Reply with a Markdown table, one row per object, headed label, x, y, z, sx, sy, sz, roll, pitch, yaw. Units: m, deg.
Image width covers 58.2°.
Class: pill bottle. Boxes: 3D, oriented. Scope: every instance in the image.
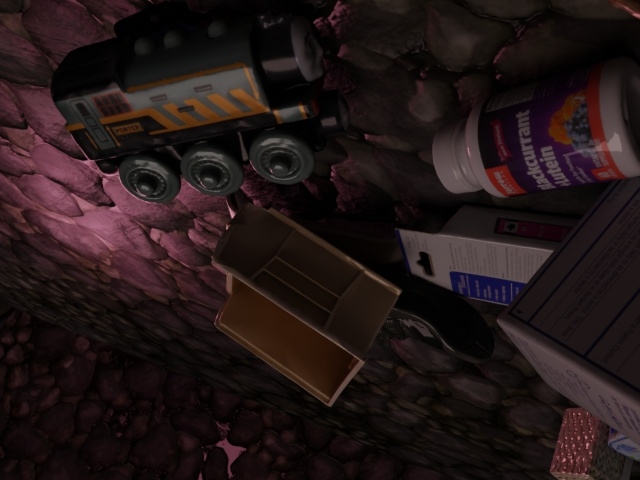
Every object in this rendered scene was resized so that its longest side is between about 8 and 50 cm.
| label | x | y | z | sx | sy | sz | roll | pitch | yaw |
| --- | --- | --- | --- | --- | --- | --- | --- | --- | --- |
| pill bottle | 0.213 | -0.101 | 0.571 | 0.193 | 0.108 | 0.108 | -9 | 139 | 46 |

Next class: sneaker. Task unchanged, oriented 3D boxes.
| label | x | y | z | sx | sy | sz | roll | pitch | yaw |
| --- | --- | --- | --- | --- | --- | --- | --- | --- | --- |
| sneaker | 0.160 | 0.129 | 0.923 | 0.228 | 0.087 | 0.130 | 26 | 156 | 1 |

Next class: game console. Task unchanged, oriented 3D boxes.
| label | x | y | z | sx | sy | sz | roll | pitch | yaw |
| --- | --- | --- | --- | --- | --- | --- | --- | --- | --- |
| game console | -0.172 | -0.218 | 0.702 | 0.071 | 0.107 | 0.122 | 59 | 171 | 33 |

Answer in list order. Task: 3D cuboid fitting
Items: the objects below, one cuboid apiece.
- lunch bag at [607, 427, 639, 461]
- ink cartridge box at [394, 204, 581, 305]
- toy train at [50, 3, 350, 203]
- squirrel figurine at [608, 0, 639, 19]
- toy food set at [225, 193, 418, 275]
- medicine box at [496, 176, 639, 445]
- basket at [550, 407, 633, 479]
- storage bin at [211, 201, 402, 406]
| label | x | y | z | sx | sy | sz | roll | pitch | yaw |
| --- | --- | --- | --- | --- | --- | --- | --- | --- | --- |
| lunch bag | 0.649 | 0.358 | 1.065 | 0.176 | 0.090 | 0.219 | 17 | 152 | 10 |
| ink cartridge box | 0.299 | 0.037 | 0.796 | 0.371 | 0.069 | 0.175 | 8 | 150 | 24 |
| toy train | -0.139 | -0.155 | 0.669 | 0.334 | 0.142 | 0.190 | -7 | 137 | 17 |
| squirrel figurine | 0.134 | -0.237 | 0.106 | 0.281 | 0.370 | 0.397 | 9 | 149 | 26 |
| toy food set | 0.000 | 0.000 | 0.960 | 0.306 | 0.092 | 0.219 | 10 | 150 | 7 |
| medicine box | 0.357 | 0.066 | 0.482 | 0.149 | 0.263 | 0.289 | 45 | 174 | -37 |
| basket | 0.567 | 0.440 | 1.198 | 0.103 | 0.167 | 0.113 | 36 | 151 | -13 |
| storage bin | -0.040 | 0.103 | 0.878 | 0.260 | 0.123 | 0.262 | 32 | 152 | 8 |
